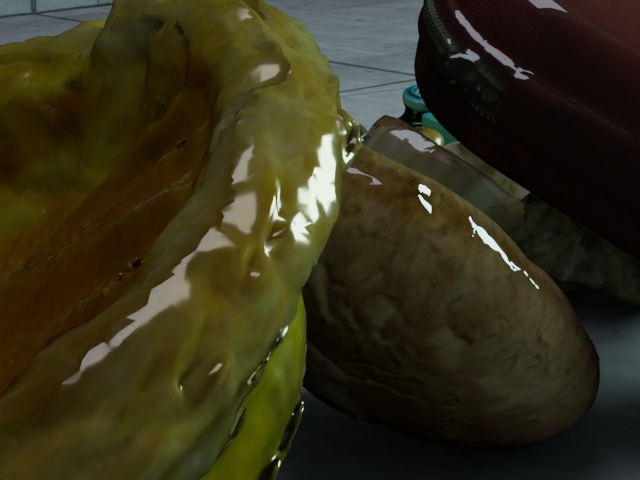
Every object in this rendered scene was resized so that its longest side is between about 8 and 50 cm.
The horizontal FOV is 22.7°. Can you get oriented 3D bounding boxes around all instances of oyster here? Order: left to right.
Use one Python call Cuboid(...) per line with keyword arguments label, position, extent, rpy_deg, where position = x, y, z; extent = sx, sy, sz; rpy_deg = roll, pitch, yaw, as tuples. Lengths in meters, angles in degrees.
Cuboid(label="oyster", position=(0.183, -0.016, 1.090), extent=(0.341, 0.110, 0.166), rpy_deg=(3, 23, 34))

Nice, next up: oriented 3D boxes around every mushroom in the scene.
Cuboid(label="mushroom", position=(0.026, 0.011, 0.828), extent=(0.278, 0.146, 0.278), rpy_deg=(36, -1, 1))

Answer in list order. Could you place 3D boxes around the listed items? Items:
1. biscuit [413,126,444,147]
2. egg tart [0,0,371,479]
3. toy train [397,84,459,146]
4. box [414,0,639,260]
Cuboid(label="biscuit", position=(0.000, 0.000, 1.135), extent=(0.183, 0.039, 0.174), rpy_deg=(-22, 29, 57))
Cuboid(label="egg tart", position=(-0.139, 0.053, 0.636), extent=(0.388, 0.169, 0.388), rpy_deg=(-24, 33, 17))
Cuboid(label="toy train", position=(0.157, -0.082, 1.372), extent=(0.198, 0.107, 0.154), rpy_deg=(-12, 24, -29))
Cuboid(label="box", position=(0.244, -0.052, 0.851), extent=(0.404, 0.108, 0.263), rpy_deg=(33, 35, 8))
